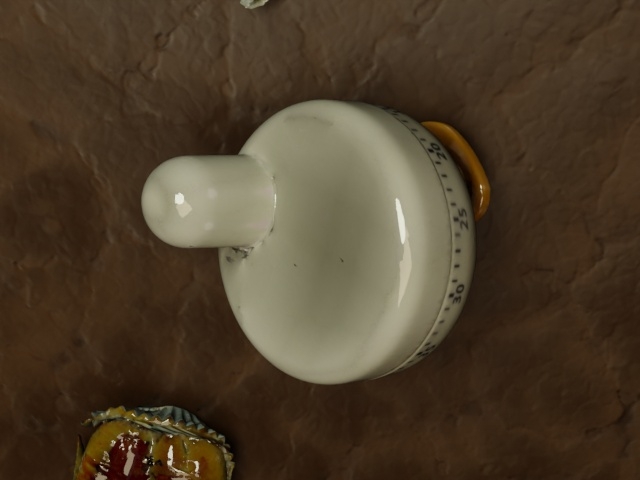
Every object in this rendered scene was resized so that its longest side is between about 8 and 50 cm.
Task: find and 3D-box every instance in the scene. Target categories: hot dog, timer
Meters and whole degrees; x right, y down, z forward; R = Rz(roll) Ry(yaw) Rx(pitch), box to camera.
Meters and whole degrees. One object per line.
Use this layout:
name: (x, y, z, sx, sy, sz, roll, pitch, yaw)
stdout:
hot dog: (-0.172, 0.278, 1.189, 0.162, 0.082, 0.271, 13, 110, -1)
timer: (0.000, 0.000, 0.983, 0.233, 0.240, 0.234, 3, 94, 45)

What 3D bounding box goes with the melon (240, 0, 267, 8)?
melon: (-0.009, -0.276, 0.962, 0.139, 0.093, 0.203, 4, 116, -4)
